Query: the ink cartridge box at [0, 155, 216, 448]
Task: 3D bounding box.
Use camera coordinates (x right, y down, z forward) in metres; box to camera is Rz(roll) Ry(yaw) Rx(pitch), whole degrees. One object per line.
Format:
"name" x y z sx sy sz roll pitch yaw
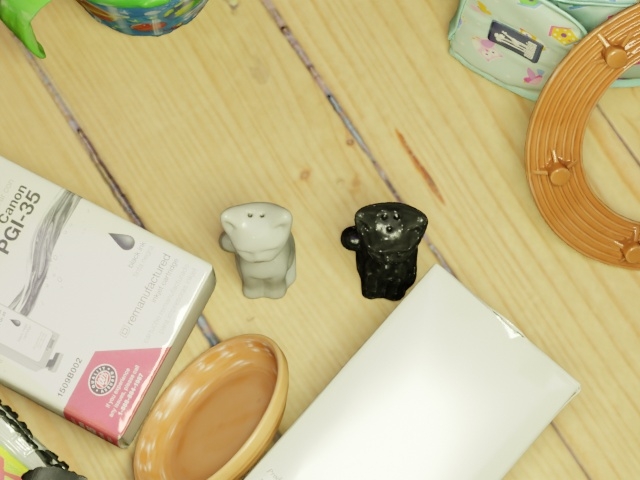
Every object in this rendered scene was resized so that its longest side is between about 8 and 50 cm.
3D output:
"ink cartridge box" -0.278 0.059 1.538 0.283 0.117 0.207 27 79 4

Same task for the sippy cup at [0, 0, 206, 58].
"sippy cup" -0.193 -0.325 1.566 0.305 0.224 0.240 -8 80 -3

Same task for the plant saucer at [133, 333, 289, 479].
"plant saucer" -0.105 0.184 1.498 0.200 0.200 0.037 -50 119 -10

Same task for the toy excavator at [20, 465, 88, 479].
"toy excavator" -0.126 0.407 1.360 0.445 0.433 0.222 34 43 -11

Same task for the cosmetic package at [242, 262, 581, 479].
"cosmetic package" 0.064 0.225 1.496 0.197 0.155 0.365 43 80 6

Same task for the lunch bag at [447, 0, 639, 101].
"lunch bag" 0.272 -0.252 1.563 0.262 0.223 0.160 -5 73 -4

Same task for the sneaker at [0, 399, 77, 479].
"sneaker" -0.309 0.254 1.525 0.208 0.081 0.094 43 87 13

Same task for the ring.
"ring" 0.376 -0.102 1.518 0.336 0.032 0.336 -4 123 -6

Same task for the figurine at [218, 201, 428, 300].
"figurine" 0.000 0.000 1.512 0.215 0.209 0.092 0 78 -1
